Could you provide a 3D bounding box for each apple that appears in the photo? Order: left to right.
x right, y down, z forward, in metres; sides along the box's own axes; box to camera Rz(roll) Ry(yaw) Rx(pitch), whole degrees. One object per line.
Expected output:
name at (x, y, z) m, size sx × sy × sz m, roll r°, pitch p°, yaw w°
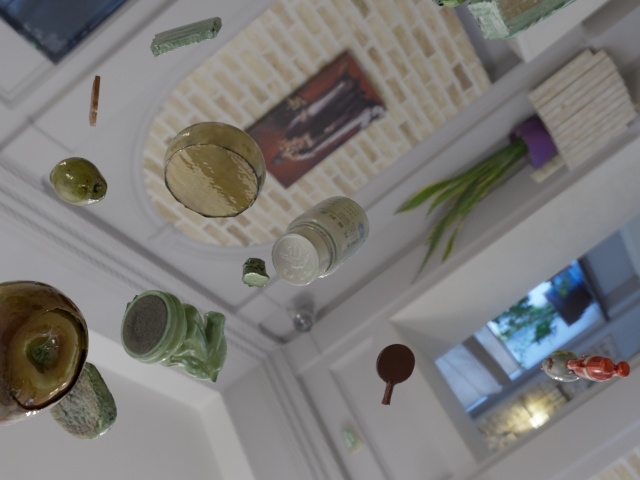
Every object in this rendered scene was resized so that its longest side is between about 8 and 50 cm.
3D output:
apple at (-0.492, 0.178, 1.189) m, size 0.236 × 0.207 × 0.237 m, roll 21°, pitch -118°, yaw -45°

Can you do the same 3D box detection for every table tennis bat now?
table tennis bat at (0.175, 0.324, 1.758) m, size 0.098 × 0.155 × 0.019 m, roll 12°, pitch -174°, yaw -13°

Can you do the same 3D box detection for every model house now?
model house at (-0.187, 0.082, 2.070) m, size 0.078 × 0.066 × 0.083 m, roll 18°, pitch -135°, yaw -28°

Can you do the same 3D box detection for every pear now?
pear at (-0.529, -0.129, 1.597) m, size 0.131 × 0.107 × 0.107 m, roll 10°, pitch 170°, yaw 23°

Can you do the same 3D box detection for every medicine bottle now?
medicine bottle at (0.000, 0.000, 1.866) m, size 0.170 × 0.170 × 0.293 m, roll 52°, pitch -147°, yaw 2°

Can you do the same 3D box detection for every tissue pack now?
tissue pack at (0.553, -0.633, 1.839) m, size 0.128 × 0.310 × 0.228 m, roll 58°, pitch -175°, yaw -16°

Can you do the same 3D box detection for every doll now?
doll at (0.624, 0.307, 1.765) m, size 0.142 × 0.076 × 0.245 m, roll 14°, pitch 168°, yaw -23°

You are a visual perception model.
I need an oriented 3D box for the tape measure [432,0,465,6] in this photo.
tape measure at (0.344, -0.657, 1.789) m, size 0.087 × 0.177 × 0.154 m, roll 39°, pitch 152°, yaw 23°

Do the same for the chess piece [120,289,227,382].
chess piece at (-0.324, 0.236, 1.766) m, size 0.298 × 0.175 × 0.176 m, roll 34°, pitch -161°, yaw -52°

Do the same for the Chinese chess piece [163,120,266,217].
Chinese chess piece at (-0.264, -0.174, 1.820) m, size 0.257 × 0.257 × 0.104 m, roll 47°, pitch -147°, yaw -34°

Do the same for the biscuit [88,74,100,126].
biscuit at (-0.563, -0.348, 1.817) m, size 0.019 × 0.131 × 0.102 m, roll 5°, pitch -142°, yaw -20°

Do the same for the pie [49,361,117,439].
pie at (-0.505, 0.330, 1.518) m, size 0.187 × 0.187 × 0.041 m, roll 53°, pitch -149°, yaw 3°

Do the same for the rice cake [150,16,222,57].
rice cake at (-0.379, -0.581, 2.071) m, size 0.124 × 0.211 × 0.038 m, roll -91°, pitch -17°, yaw -54°
